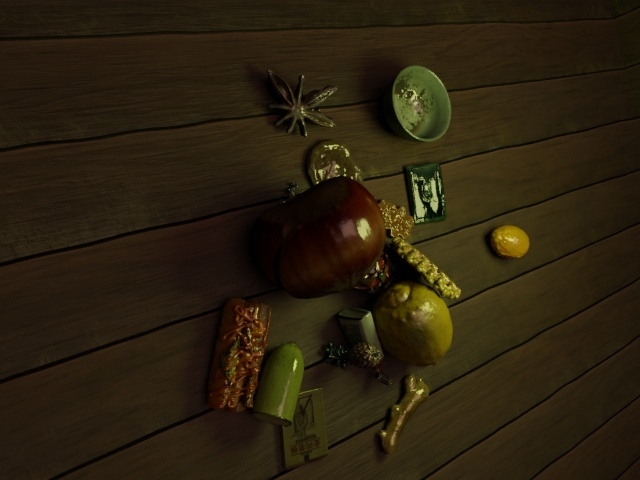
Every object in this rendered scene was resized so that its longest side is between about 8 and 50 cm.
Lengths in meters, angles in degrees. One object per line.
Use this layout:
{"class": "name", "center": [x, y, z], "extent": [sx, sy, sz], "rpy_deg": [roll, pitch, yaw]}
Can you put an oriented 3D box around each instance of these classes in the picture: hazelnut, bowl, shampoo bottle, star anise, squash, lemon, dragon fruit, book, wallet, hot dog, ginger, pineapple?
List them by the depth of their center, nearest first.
{"class": "hot dog", "center": [-0.241, 0.342, 1.442], "extent": [0.158, 0.117, 0.348], "rpy_deg": [17, 78, -26]}
{"class": "hazelnut", "center": [0.000, 0.000, 1.455], "extent": [0.410, 0.359, 0.359], "rpy_deg": [-33, 104, 9]}
{"class": "squash", "center": [-0.121, 0.435, 1.491], "extent": [0.133, 0.133, 0.246], "rpy_deg": [29, 59, -24]}
{"class": "book", "center": [-0.057, 0.610, 1.571], "extent": [0.161, 0.026, 0.230], "rpy_deg": [-4, 88, -29]}
{"class": "pineapple", "center": [0.108, 0.375, 1.579], "extent": [0.103, 0.221, 0.083], "rpy_deg": [44, 51, -27]}
{"class": "star anise", "center": [-0.064, -0.453, 1.618], "extent": [0.258, 0.110, 0.198], "rpy_deg": [5, 108, -13]}
{"class": "shampoo bottle", "center": [0.164, 0.364, 1.649], "extent": [0.071, 0.153, 0.284], "rpy_deg": [-35, 108, -29]}
{"class": "dragon fruit", "center": [0.161, 0.096, 1.661], "extent": [0.188, 0.182, 0.182], "rpy_deg": [44, 66, -36]}
{"class": "lemon", "center": [0.321, 0.287, 1.666], "extent": [0.316, 0.286, 0.285], "rpy_deg": [42, 63, -55]}
{"class": "ginger", "center": [0.302, 0.635, 1.745], "extent": [0.118, 0.065, 0.298], "rpy_deg": [35, 68, -8]}
{"class": "bowl", "center": [0.342, -0.499, 1.827], "extent": [0.290, 0.146, 0.289], "rpy_deg": [3, 84, -31]}
{"class": "wallet", "center": [0.419, -0.185, 1.896], "extent": [0.160, 0.055, 0.235], "rpy_deg": [-9, 91, -23]}
{"class": "lemon", "center": [0.795, 0.004, 2.036], "extent": [0.187, 0.142, 0.142], "rpy_deg": [22, 75, -21]}

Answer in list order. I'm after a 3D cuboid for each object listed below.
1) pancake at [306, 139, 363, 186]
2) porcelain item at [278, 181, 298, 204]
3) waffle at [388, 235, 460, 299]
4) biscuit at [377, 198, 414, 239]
{"class": "pancake", "center": [0.056, -0.244, 1.704], "extent": [0.223, 0.042, 0.236], "rpy_deg": [-18, 95, -31]}
{"class": "porcelain item", "center": [-0.106, -0.128, 1.614], "extent": [0.075, 0.021, 0.136], "rpy_deg": [-5, 88, -29]}
{"class": "waffle", "center": [0.376, 0.099, 1.713], "extent": [0.329, 0.329, 0.062], "rpy_deg": [38, 98, -21]}
{"class": "biscuit", "center": [0.277, -0.074, 1.819], "extent": [0.184, 0.027, 0.133], "rpy_deg": [15, 79, -26]}
